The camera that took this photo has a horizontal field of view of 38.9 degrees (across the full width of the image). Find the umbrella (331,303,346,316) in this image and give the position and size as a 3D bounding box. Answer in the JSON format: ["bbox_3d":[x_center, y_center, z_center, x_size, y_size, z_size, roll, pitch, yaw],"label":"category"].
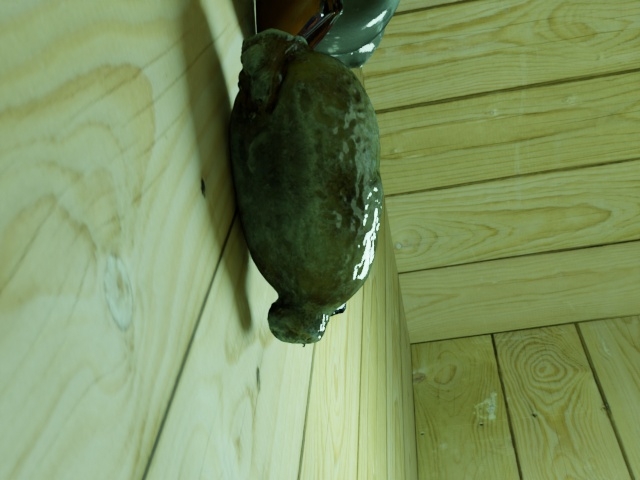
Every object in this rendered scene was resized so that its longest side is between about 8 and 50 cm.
[{"bbox_3d":[-0.005,-0.001,1.427,0.071,0.071,0.248,51,28,-75],"label":"umbrella"}]

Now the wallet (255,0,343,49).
[{"bbox_3d":[-0.033,-0.316,1.221,0.195,0.042,0.161,-38,-133,52],"label":"wallet"}]

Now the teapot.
[{"bbox_3d":[-0.013,-0.408,1.478,0.223,0.305,0.285,-60,173,-7],"label":"teapot"}]

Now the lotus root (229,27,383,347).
[{"bbox_3d":[-0.011,-0.058,1.017,0.175,0.175,0.349,2,83,-82],"label":"lotus root"}]
